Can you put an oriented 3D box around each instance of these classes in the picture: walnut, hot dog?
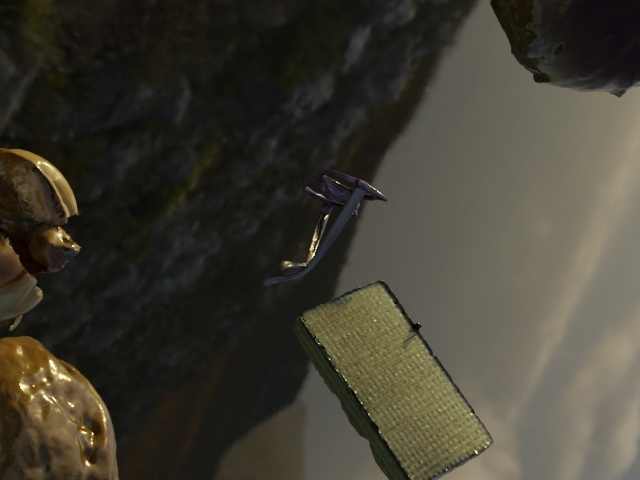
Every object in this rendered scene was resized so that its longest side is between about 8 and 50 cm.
[{"bbox_3d":[-0.414,0.312,1.832,0.306,0.306,0.344,91,-9,-63],"label":"walnut"},{"bbox_3d":[-0.251,-0.004,0.777,0.072,0.269,0.109,51,49,-52],"label":"hot dog"}]

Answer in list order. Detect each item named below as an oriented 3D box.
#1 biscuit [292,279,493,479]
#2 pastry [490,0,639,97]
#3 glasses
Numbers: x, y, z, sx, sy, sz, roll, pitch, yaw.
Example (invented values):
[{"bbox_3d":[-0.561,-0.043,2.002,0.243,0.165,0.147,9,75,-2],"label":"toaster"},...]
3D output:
[{"bbox_3d":[0.069,0.139,1.297,0.121,0.199,0.040,-23,162,-37],"label":"biscuit"},{"bbox_3d":[0.193,-0.175,0.794,0.192,0.093,0.182,-18,138,-4],"label":"pastry"},{"bbox_3d":[0.000,0.000,1.156,0.103,0.062,0.140,-67,-171,-12],"label":"glasses"}]
